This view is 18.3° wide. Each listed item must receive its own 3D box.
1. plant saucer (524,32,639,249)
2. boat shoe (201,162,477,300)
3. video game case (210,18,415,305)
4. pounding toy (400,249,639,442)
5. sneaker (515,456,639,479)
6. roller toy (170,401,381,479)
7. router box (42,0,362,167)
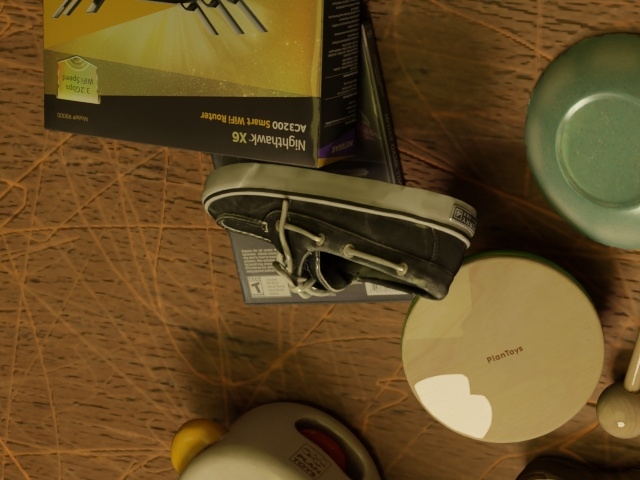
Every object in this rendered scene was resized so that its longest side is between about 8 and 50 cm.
[{"bbox_3d":[0.259,-0.081,1.728,0.195,0.037,0.195,10,110,29],"label":"plant saucer"},{"bbox_3d":[0.003,0.002,1.806,0.306,0.113,0.105,10,75,36],"label":"boat shoe"},{"bbox_3d":[-0.015,-0.069,1.905,0.196,0.026,0.274,-2,108,30],"label":"video game case"},{"bbox_3d":[0.192,0.083,1.824,0.236,0.110,0.183,6,110,1],"label":"pounding toy"},{"bbox_3d":[0.268,0.247,1.856,0.188,0.071,0.066,2,111,29],"label":"sneaker"},{"bbox_3d":[-0.046,0.270,1.993,0.191,0.146,0.209,-2,109,29],"label":"roller toy"},{"bbox_3d":[-0.113,-0.208,1.842,0.308,0.081,0.243,8,106,28],"label":"router box"}]
